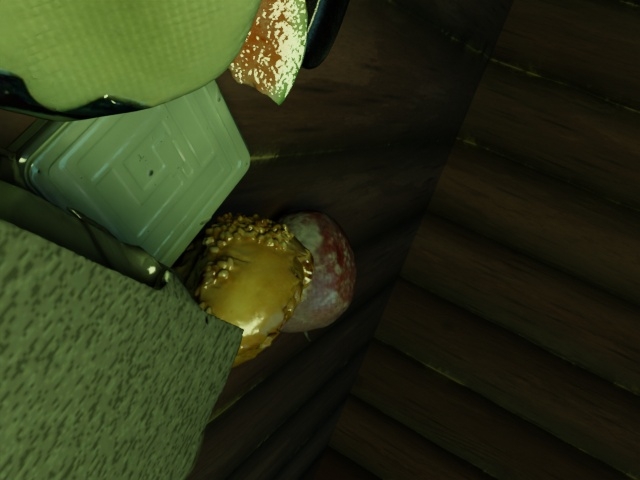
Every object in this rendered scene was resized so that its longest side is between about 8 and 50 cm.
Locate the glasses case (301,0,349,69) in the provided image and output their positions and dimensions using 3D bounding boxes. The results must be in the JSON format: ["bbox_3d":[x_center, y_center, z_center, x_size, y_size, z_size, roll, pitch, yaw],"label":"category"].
[{"bbox_3d":[0.010,-0.395,0.899,0.103,0.067,0.267,-25,138,-64],"label":"glasses case"}]

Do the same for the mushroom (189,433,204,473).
[{"bbox_3d":[-0.278,0.281,0.891,0.206,0.206,0.209,33,42,-72],"label":"mushroom"}]

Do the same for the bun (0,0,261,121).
[{"bbox_3d":[-0.182,-0.225,0.431,0.283,0.179,0.283,-22,159,-9],"label":"bun"}]

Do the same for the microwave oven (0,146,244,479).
[{"bbox_3d":[-0.280,0.117,0.396,0.375,0.236,0.432,-68,159,-11],"label":"microwave oven"}]

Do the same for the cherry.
[{"bbox_3d":[-0.039,0.077,1.180,0.236,0.212,0.286,-52,144,-62],"label":"cherry"}]

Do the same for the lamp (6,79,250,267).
[{"bbox_3d":[-0.206,-0.093,0.710,0.269,0.047,0.267,-56,149,-23],"label":"lamp"}]

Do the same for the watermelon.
[{"bbox_3d":[-0.080,-0.291,0.719,0.146,0.128,0.231,-95,-174,-70],"label":"watermelon"}]

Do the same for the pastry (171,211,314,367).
[{"bbox_3d":[-0.159,0.080,0.842,0.310,0.162,0.255,-28,-160,40],"label":"pastry"}]

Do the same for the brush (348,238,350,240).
[{"bbox_3d":[0.000,0.000,1.425,0.065,0.070,0.327,-48,166,12],"label":"brush"}]
